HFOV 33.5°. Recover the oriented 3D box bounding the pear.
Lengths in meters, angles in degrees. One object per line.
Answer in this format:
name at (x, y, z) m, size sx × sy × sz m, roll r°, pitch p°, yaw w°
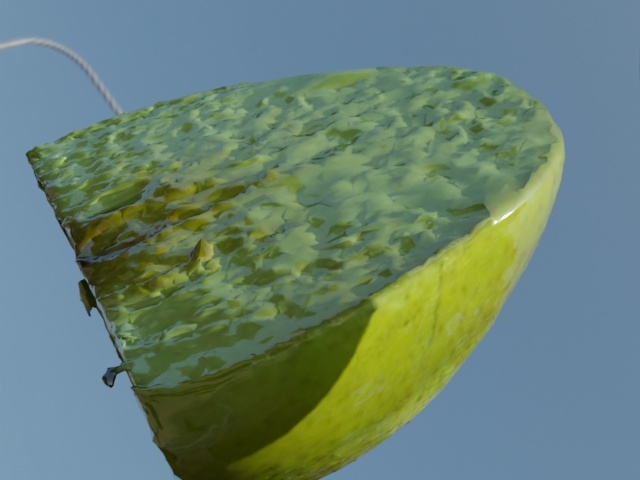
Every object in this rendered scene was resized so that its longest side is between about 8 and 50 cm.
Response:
pear at (0.003, 0.004, 0.524) m, size 0.288 × 0.239 × 0.139 m, roll 44°, pitch -19°, yaw 58°
